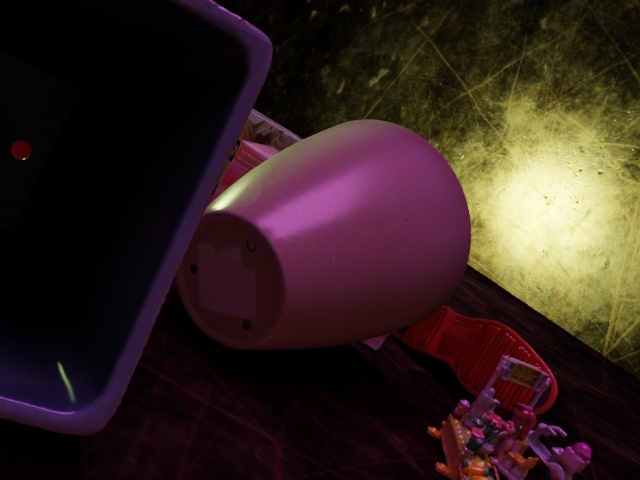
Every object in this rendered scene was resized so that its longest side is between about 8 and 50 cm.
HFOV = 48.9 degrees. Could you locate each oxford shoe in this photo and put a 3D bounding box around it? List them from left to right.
[{"bbox_3d":[0.221,0.160,0.952,0.098,0.097,0.271,39,-4,-35],"label":"oxford shoe"}]

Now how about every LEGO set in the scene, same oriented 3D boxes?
[{"bbox_3d":[0.191,0.188,0.720,0.132,0.107,0.287,36,11,33],"label":"LEGO set"}]

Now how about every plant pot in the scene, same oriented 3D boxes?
[{"bbox_3d":[-0.226,-0.067,0.443,0.247,0.248,0.252,25,-1,-30],"label":"plant pot"},{"bbox_3d":[-0.012,0.012,0.735,0.256,0.256,0.274,34,27,21],"label":"plant pot"}]

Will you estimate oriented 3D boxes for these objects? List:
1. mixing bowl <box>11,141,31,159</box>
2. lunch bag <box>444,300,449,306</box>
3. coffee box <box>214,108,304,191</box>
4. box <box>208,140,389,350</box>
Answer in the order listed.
[{"bbox_3d":[-0.227,-0.070,0.707,0.181,0.181,0.098,31,-26,7],"label":"mixing bowl"},{"bbox_3d":[0.171,0.112,1.170,0.065,0.067,0.098,36,10,29],"label":"lunch bag"},{"bbox_3d":[-0.160,-0.173,1.350,0.297,0.168,0.119,33,10,20],"label":"coffee box"},{"bbox_3d":[0.000,0.000,0.982,0.300,0.154,0.142,32,10,8],"label":"box"}]
